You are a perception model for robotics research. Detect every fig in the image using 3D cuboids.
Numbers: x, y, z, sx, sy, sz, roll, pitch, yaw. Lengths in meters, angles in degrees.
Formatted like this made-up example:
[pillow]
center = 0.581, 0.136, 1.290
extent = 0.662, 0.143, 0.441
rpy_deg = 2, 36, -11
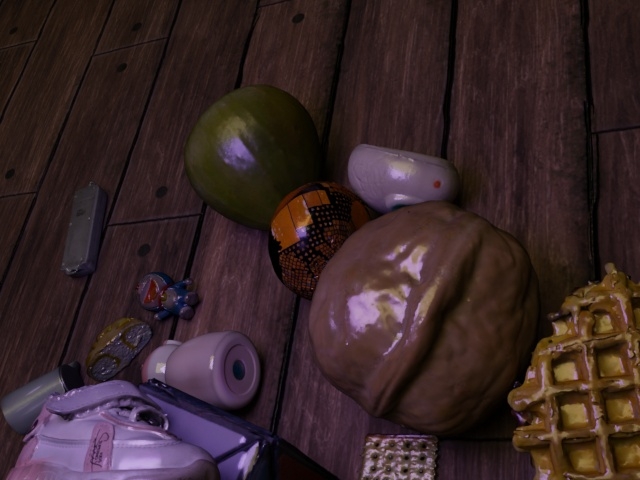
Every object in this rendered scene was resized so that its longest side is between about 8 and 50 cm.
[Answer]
[fig]
center = -0.126, -0.156, 1.623
extent = 0.316, 0.316, 0.316
rpy_deg = -14, 54, 19

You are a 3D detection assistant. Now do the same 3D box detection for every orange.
[orange]
center = 0.000, 0.000, 1.469
extent = 0.182, 0.234, 0.234
rpy_deg = 4, 61, 30

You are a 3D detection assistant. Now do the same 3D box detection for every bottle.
[bottle]
center = -0.246, 0.254, 1.489
extent = 0.236, 0.147, 0.147
rpy_deg = -9, 55, 32

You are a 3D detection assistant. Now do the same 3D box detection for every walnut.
[walnut]
center = 0.168, 0.119, 1.243
extent = 0.381, 0.381, 0.381
rpy_deg = -14, 54, 19

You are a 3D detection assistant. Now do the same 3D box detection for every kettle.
[kettle]
center = -0.582, 0.334, 1.649
extent = 0.148, 0.127, 0.098
rpy_deg = -31, 82, 3

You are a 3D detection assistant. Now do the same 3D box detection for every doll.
[doll]
center = -0.336, 0.118, 1.662
extent = 0.152, 0.085, 0.114
rpy_deg = 21, 89, 25

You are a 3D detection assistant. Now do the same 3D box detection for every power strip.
[power strip]
center = -0.580, -0.023, 1.904
extent = 0.078, 0.052, 0.272
rpy_deg = -15, 54, 18

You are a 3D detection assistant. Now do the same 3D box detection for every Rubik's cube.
[Rubik's cube]
center = -0.177, 0.432, 1.225
extent = 0.310, 0.307, 0.305
rpy_deg = 12, 67, 34

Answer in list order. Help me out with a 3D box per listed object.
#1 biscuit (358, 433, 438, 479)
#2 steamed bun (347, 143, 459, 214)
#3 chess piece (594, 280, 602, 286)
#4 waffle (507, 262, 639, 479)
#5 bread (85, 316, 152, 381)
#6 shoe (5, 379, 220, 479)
[biscuit]
center = 0.118, 0.427, 1.256
extent = 0.139, 0.016, 0.231
rpy_deg = -6, 57, 24
[steamed bun]
center = 0.157, -0.108, 1.500
extent = 0.228, 0.177, 0.130
rpy_deg = 16, 94, 34
[chess piece]
center = 0.447, 0.104, 1.214
extent = 0.059, 0.149, 0.059
rpy_deg = -13, 55, 20
[waffle]
center = 0.466, 0.235, 1.077
extent = 0.380, 0.095, 0.382
rpy_deg = 32, 83, 19
[bread]
center = -0.438, 0.218, 1.656
extent = 0.157, 0.083, 0.094
rpy_deg = -35, 37, 4
[shoe]
center = -0.291, 0.287, 1.068
extent = 0.351, 0.172, 0.198
rpy_deg = -10, 54, 25
